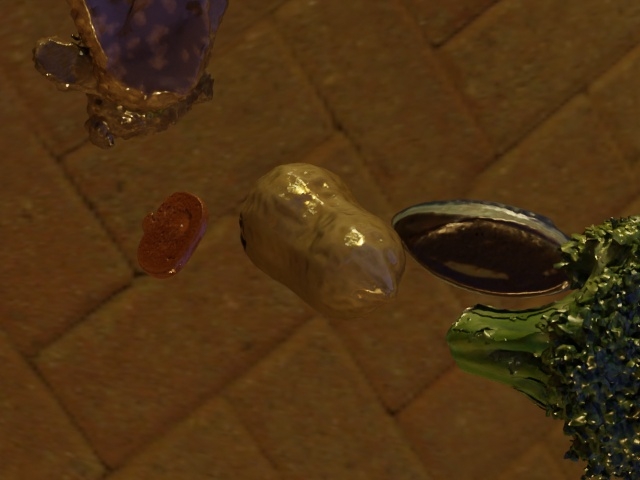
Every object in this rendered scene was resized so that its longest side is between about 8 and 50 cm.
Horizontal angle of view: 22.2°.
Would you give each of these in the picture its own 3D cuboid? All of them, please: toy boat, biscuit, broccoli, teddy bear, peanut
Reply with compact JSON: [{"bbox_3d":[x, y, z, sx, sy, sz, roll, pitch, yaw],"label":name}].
[{"bbox_3d":[0.212,0.005,2.024,0.262,0.115,0.114,11,109,8],"label":"toy boat"},{"bbox_3d":[-0.148,-0.006,1.616,0.015,0.078,0.091,38,82,-48],"label":"biscuit"},{"bbox_3d":[0.187,0.076,1.225,0.194,0.194,0.219,33,65,-25],"label":"broccoli"},{"bbox_3d":[-0.215,-0.253,1.843,0.246,0.222,0.296,-30,111,-20],"label":"teddy bear"},{"bbox_3d":[0.000,0.000,1.440,0.110,0.236,0.120,-9,111,-21],"label":"peanut"}]
